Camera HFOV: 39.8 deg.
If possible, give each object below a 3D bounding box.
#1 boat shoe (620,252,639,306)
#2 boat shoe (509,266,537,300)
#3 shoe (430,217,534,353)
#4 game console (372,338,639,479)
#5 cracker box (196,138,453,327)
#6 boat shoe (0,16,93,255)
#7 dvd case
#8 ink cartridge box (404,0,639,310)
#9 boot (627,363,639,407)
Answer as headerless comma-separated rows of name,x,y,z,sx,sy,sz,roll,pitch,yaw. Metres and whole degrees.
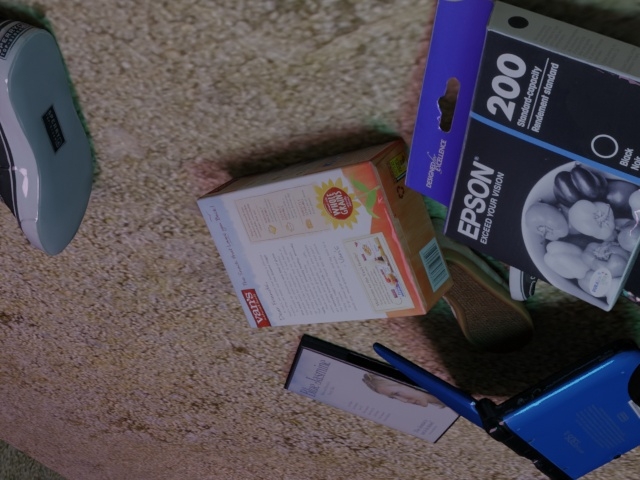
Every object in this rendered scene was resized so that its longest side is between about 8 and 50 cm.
boat shoe,0.420,0.075,0.735,0.500,0.156,0.187,23,151,-1
boat shoe,0.209,0.016,0.867,0.040,0.049,0.142,9,145,18
shoe,0.169,0.053,0.952,0.077,0.058,0.219,-23,136,24
game console,0.248,0.169,1.042,0.250,0.173,0.293,-33,144,12
cracker box,0.000,0.000,0.888,0.232,0.067,0.155,-9,110,39
boat shoe,-0.323,-0.105,0.932,0.105,0.113,0.306,21,147,13
dvd case,0.077,0.223,1.300,0.253,0.022,0.180,20,150,1
ink cartridge box,0.158,-0.068,0.675,0.208,0.045,0.206,27,138,21
boot,0.368,0.172,0.736,0.137,0.077,0.198,37,-176,-25
